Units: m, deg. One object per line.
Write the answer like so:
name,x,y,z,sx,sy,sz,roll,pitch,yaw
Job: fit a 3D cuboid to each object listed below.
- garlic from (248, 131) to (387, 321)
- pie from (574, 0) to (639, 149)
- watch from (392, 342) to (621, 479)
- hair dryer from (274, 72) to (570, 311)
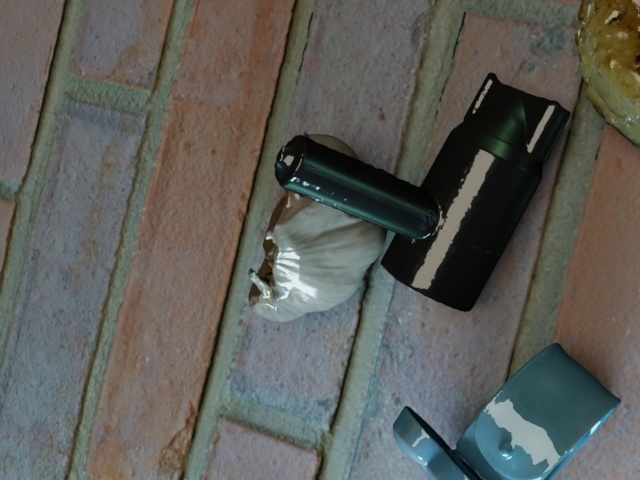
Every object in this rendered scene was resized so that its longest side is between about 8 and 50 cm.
garlic,0.000,0.000,1.071,0.142,0.178,0.229,21,118,-5
pie,0.385,-0.215,0.932,0.308,0.085,0.308,-3,81,20
watch,0.207,0.203,0.953,0.193,0.211,0.211,-46,68,1
hair dryer,0.098,-0.079,0.956,0.116,0.302,0.244,35,103,51
